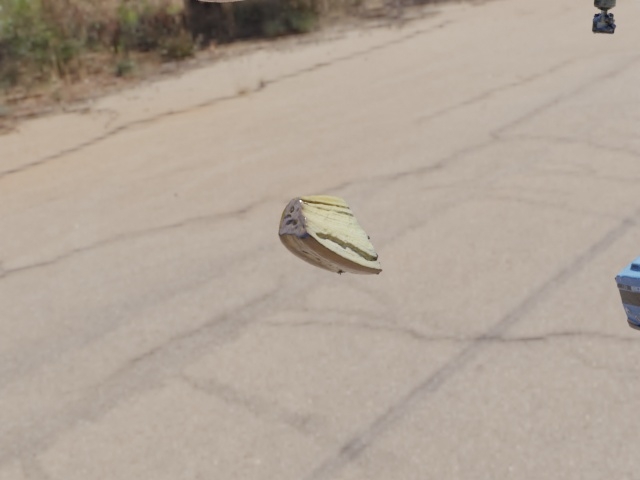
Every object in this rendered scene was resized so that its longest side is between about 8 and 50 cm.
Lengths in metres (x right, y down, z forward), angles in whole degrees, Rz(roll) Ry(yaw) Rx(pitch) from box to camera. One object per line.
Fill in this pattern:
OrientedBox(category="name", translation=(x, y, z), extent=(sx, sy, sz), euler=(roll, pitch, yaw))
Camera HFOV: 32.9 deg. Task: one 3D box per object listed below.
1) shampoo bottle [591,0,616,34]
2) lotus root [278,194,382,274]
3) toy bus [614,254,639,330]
OrientedBox(category="shampoo bottle", translation=(0.468, -0.493, 1.764), extent=(0.071, 0.309, 0.098), euler=(5, 17, 16))
OrientedBox(category="lotus root", translation=(-0.001, -0.003, 1.600), extent=(0.135, 0.095, 0.159), euler=(20, 30, -37))
OrientedBox(category="toy bus", translation=(0.634, 0.054, 1.907), extent=(0.234, 0.133, 0.116), euler=(-35, 20, -22))
